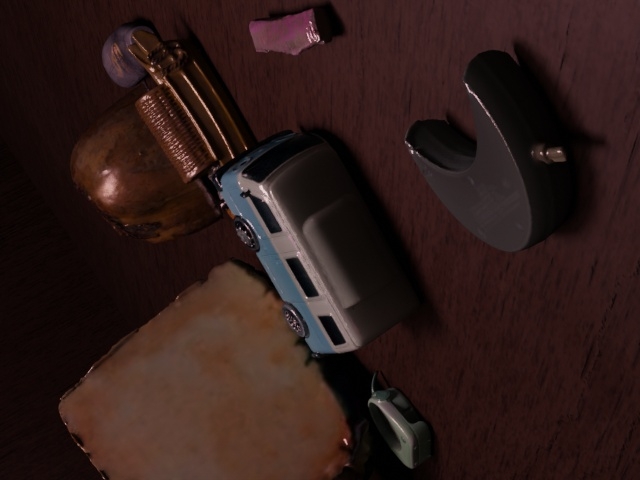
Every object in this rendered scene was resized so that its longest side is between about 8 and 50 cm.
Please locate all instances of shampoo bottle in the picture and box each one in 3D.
[{"bbox_3d":[-0.298,-0.294,2.283,0.087,0.049,0.234,60,164,-6],"label":"shampoo bottle"}]

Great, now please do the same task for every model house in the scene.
[{"bbox_3d":[-0.094,0.343,2.278,0.445,0.395,0.400,42,168,36],"label":"model house"}]

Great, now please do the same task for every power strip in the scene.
[{"bbox_3d":[0.160,-0.073,1.305,0.167,0.054,0.253,57,164,2],"label":"power strip"}]

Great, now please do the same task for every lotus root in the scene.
[{"bbox_3d":[-0.282,-0.101,2.293,0.272,0.192,0.272,51,171,12],"label":"lotus root"}]

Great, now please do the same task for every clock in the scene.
[{"bbox_3d":[0.105,0.249,2.040,0.135,0.041,0.101,51,162,30],"label":"clock"}]

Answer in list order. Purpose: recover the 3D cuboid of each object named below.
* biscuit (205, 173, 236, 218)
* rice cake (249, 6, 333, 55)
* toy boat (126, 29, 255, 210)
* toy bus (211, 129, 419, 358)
[{"bbox_3d":[-0.179,-0.145,2.215,0.250,0.035,0.162,65,170,-17],"label":"biscuit"},{"bbox_3d":[-0.033,-0.235,1.627,0.207,0.036,0.047,17,131,68],"label":"rice cake"},{"bbox_3d":[-0.175,-0.157,2.038,0.310,0.115,0.089,60,164,-2],"label":"toy boat"},{"bbox_3d":[0.000,0.000,1.768,0.271,0.133,0.165,60,159,-10],"label":"toy bus"}]
